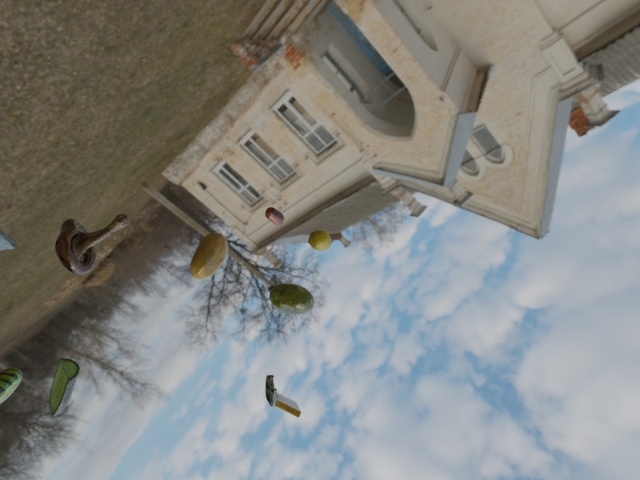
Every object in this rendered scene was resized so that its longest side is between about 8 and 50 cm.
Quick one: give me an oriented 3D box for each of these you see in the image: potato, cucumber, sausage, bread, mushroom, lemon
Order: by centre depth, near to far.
[{"bbox_3d":[-0.718,-0.013,1.287,0.217,0.148,0.227,-26,-132,-3],"label":"mushroom"},{"bbox_3d":[-1.040,0.477,1.304,0.130,0.071,0.139,-47,-168,9],"label":"bread"},{"bbox_3d":[-1.075,0.622,1.685,0.115,0.063,0.244,37,-73,31],"label":"cucumber"},{"bbox_3d":[-0.196,-0.105,1.731,0.054,0.094,0.059,-24,-143,43],"label":"sausage"},{"bbox_3d":[-0.511,0.073,1.845,0.145,0.150,0.234,9,-110,34],"label":"potato"},{"bbox_3d":[0.000,0.000,2.045,0.109,0.132,0.109,-178,-90,-74],"label":"lemon"},{"bbox_3d":[-0.148,0.296,2.066,0.253,0.187,0.149,9,-133,24],"label":"potato"}]

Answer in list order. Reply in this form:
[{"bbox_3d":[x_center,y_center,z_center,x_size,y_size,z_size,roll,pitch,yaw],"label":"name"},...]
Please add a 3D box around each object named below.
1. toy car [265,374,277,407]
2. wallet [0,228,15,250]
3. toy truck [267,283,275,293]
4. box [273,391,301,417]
[{"bbox_3d":[-0.264,0.794,2.123,0.205,0.056,0.096,-128,-138,-69],"label":"toy car"},{"bbox_3d":[-1.221,-0.032,1.381,0.379,0.190,0.046,133,-52,-62],"label":"wallet"},{"bbox_3d":[-0.276,0.295,2.359,0.052,0.063,0.123,-30,161,-6],"label":"toy truck"},{"bbox_3d":[-0.113,0.540,1.327,0.023,0.086,0.155,-60,-177,-14],"label":"box"}]
